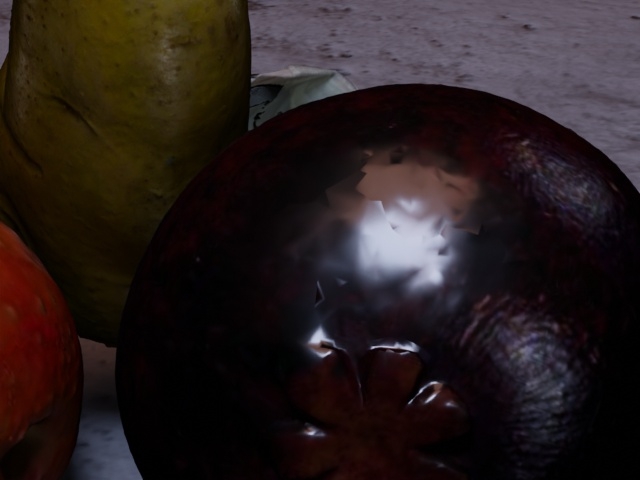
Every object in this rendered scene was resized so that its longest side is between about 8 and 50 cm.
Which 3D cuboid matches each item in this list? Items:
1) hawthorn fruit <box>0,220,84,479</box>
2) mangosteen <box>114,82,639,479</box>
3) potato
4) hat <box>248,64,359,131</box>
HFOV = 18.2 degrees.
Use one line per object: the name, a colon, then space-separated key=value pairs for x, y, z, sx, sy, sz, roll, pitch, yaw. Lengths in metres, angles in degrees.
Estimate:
hawthorn fruit: x=-0.276 y=0.074 z=1.149 sx=0.284 sy=0.284 sz=0.284 roll=-5 pitch=26 yaw=2
mangosteen: x=0.048 y=0.055 z=1.096 sx=0.307 sy=0.306 sz=0.347 roll=-2 pitch=15 yaw=7
potato: x=-0.115 y=-0.084 z=1.177 sx=0.176 sy=0.369 sz=0.195 roll=17 pitch=53 yaw=0
hat: x=0.007 y=0.003 z=1.377 sx=0.275 sy=0.161 sz=0.232 roll=35 pitch=54 yaw=20
